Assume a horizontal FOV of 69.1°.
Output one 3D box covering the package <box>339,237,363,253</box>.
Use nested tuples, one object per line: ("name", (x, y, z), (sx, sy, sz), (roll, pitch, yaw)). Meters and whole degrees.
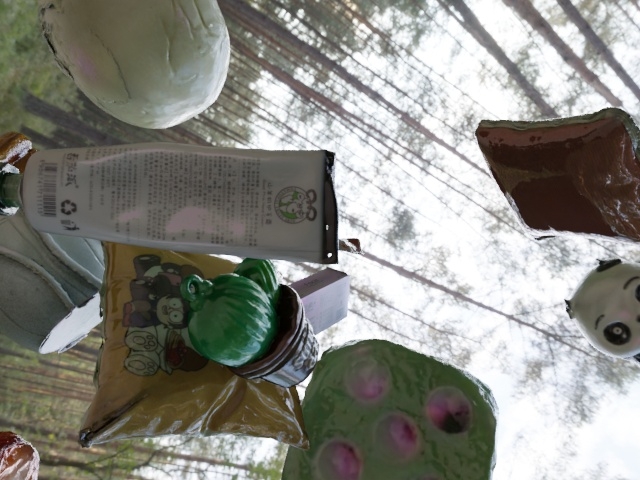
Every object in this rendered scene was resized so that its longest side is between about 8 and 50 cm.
("package", (0.000, 0.000, 1.303), (0.154, 0.239, 0.030), (-87, -170, -71))

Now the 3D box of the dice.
("dice", (0.121, 0.383, 0.850), (0.330, 0.322, 0.318), (16, -120, 15))

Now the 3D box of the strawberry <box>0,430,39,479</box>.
("strawberry", (-0.296, 0.243, 0.363), (0.188, 0.082, 0.121), (-86, -172, -45))

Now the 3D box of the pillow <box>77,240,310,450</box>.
("pillow", (-0.160, 0.134, 0.654), (0.119, 0.312, 0.310), (-47, -138, 30))

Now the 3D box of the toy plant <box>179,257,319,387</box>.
("toy plant", (-0.077, 0.087, 0.535), (0.105, 0.200, 0.143), (-11, -138, 33))

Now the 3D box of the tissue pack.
("tissue pack", (-0.022, 0.182, 1.334), (0.092, 0.246, 0.149), (17, -67, 36))

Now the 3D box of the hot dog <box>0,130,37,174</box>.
("hot dog", (-0.436, -0.082, 0.610), (0.045, 0.071, 0.165), (4, -134, 21))

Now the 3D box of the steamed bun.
("steamed bun", (-0.335, -0.353, 0.832), (0.233, 0.312, 0.334), (-38, -172, -37))

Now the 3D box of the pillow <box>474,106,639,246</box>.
("pillow", (0.260, -0.063, 0.477), (0.075, 0.171, 0.179), (-44, -158, -12))

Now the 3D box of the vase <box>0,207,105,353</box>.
("vase", (-0.545, -0.022, 0.811), (0.250, 0.445, 0.250), (-44, 176, -4))

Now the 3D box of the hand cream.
("hand cream", (-0.144, -0.042, 0.468), (0.076, 0.336, 0.121), (-168, -100, -82))

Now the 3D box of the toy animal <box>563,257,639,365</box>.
("toy animal", (0.777, 0.183, 1.160), (0.251, 0.310, 0.251), (-53, -165, 21))
